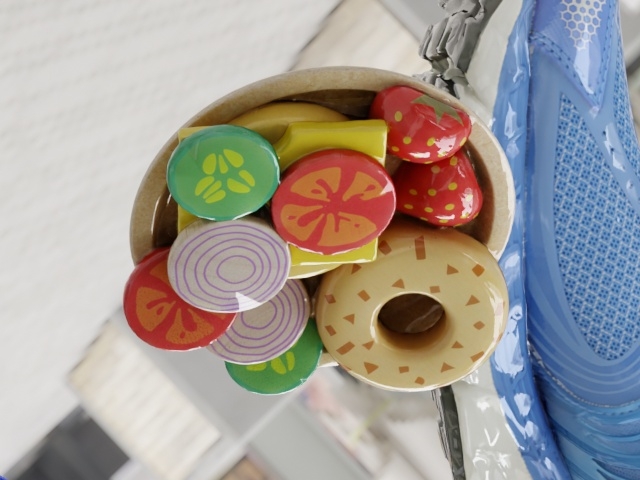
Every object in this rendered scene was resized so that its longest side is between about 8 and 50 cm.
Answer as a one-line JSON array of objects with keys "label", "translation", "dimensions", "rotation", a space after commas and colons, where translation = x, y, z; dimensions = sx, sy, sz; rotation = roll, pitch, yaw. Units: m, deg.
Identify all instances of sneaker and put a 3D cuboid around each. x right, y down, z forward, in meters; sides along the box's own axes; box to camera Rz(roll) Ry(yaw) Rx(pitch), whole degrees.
[{"label": "sneaker", "translation": [0.111, 0.054, 0.642], "dimensions": [0.147, 0.330, 0.130], "rotation": [-12, -165, 1]}]

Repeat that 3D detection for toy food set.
[{"label": "toy food set", "translation": [0.000, 0.000, 0.403], "dimensions": [0.020, 0.083, 0.083], "rotation": [-101, -170, -48]}]

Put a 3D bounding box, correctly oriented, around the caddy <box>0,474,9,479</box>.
[{"label": "caddy", "translation": [-0.215, 0.285, 1.118], "dimensions": [0.241, 0.341, 0.179], "rotation": [-31, -178, -13]}]
